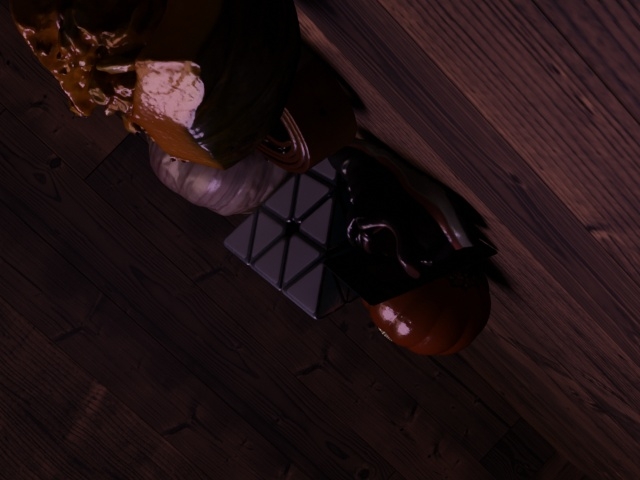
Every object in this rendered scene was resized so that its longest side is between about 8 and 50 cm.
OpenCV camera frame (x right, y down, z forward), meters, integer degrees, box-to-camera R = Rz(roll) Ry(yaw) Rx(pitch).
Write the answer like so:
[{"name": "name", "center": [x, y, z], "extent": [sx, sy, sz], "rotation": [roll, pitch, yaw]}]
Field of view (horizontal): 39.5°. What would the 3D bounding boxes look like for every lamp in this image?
[{"name": "lamp", "center": [0.168, 0.080, 1.423], "extent": [0.223, 0.196, 0.223], "rotation": [23, -144, -18]}]

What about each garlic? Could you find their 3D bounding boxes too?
[{"name": "garlic", "center": [-0.169, -0.184, 1.572], "extent": [0.317, 0.259, 0.317], "rotation": [30, -150, -20]}]

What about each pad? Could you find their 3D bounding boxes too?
[{"name": "pad", "center": [0.126, 0.024, 1.268], "extent": [0.143, 0.211, 0.003], "rotation": [40, 145, 51]}]

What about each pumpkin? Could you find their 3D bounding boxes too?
[{"name": "pumpkin", "center": [-0.167, -0.238, 0.923], "extent": [0.303, 0.256, 0.225], "rotation": [19, 167, 12]}]

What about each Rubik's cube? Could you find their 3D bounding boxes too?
[{"name": "Rubik's cube", "center": [0.001, -0.001, 1.473], "extent": [0.229, 0.233, 0.228], "rotation": [53, 163, 8]}]

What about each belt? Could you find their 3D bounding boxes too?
[{"name": "belt", "center": [-0.067, -0.199, 1.222], "extent": [0.261, 0.105, 0.184], "rotation": [43, 159, 35]}]

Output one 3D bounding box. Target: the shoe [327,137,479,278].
[{"name": "shoe", "center": [0.093, -0.041, 1.264], "extent": [0.291, 0.137, 0.114], "rotation": [43, 176, 45]}]
